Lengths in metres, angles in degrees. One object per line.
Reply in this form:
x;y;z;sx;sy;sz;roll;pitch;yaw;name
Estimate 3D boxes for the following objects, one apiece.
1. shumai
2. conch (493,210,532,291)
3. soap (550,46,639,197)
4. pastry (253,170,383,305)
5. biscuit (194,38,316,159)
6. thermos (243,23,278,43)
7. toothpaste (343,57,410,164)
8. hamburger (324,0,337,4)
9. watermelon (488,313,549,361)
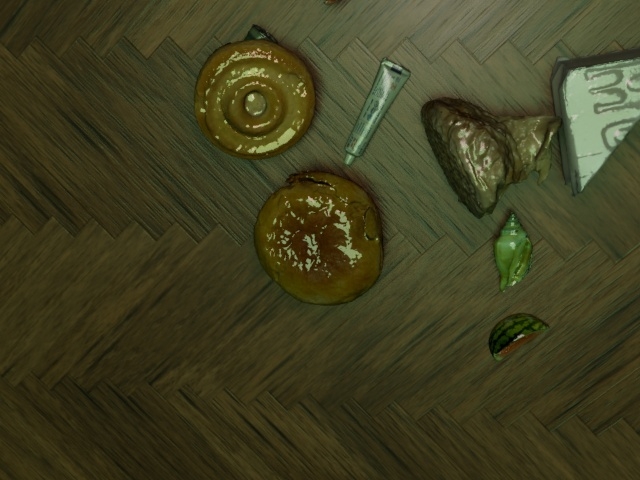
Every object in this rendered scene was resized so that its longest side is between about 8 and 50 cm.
0.393;-0.235;1.666;0.262;0.267;0.314;-28;61;-2;shumai
0.470;0.027;1.801;0.094;0.079;0.201;-15;120;0;conch
0.664;-0.273;1.646;0.257;0.159;0.302;-9;105;10;soap
0.000;0.000;1.827;0.355;0.164;0.356;2;108;7;pastry
-0.155;-0.327;1.753;0.296;0.102;0.297;-3;122;-5;biscuit
-0.183;-0.424;1.792;0.188;0.083;0.073;-50;50;19;thermos
0.123;-0.303;1.783;0.069;0.047;0.268;33;106;19;toothpaste
0.050;-0.706;1.634;0.245;0.155;0.282;-29;104;8;hamburger
0.486;0.244;1.859;0.163;0.069;0.087;-40;95;19;watermelon
